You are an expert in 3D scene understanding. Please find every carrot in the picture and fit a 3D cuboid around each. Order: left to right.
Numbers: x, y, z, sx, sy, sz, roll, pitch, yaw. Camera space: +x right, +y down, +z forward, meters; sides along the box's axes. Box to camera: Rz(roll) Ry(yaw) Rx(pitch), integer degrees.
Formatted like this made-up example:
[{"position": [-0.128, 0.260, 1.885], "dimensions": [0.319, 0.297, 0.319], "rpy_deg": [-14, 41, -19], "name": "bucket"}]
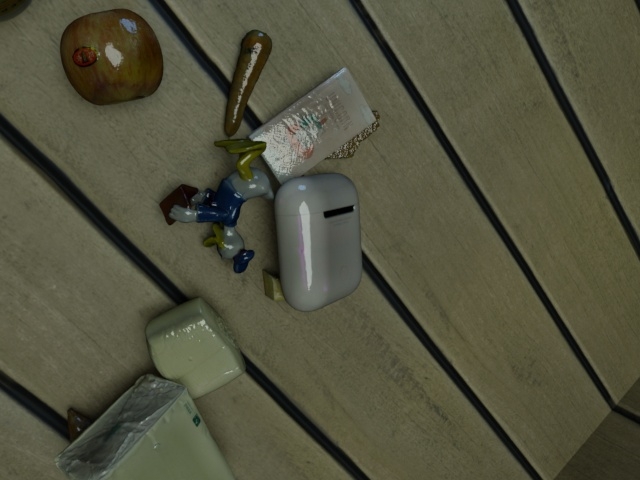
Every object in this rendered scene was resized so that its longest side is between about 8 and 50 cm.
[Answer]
[{"position": [-0.573, 0.536, 1.378], "dimensions": [0.101, 0.102, 0.263], "rpy_deg": [-28, 106, -16], "name": "carrot"}, {"position": [-0.197, -0.382, 1.370], "dimensions": [0.078, 0.078, 0.299], "rpy_deg": [16, 98, -25], "name": "carrot"}]

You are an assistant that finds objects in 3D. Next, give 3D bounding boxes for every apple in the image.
[{"position": [-0.451, -0.396, 1.179], "dimensions": [0.210, 0.211, 0.188], "rpy_deg": [-22, 108, -18], "name": "apple"}]

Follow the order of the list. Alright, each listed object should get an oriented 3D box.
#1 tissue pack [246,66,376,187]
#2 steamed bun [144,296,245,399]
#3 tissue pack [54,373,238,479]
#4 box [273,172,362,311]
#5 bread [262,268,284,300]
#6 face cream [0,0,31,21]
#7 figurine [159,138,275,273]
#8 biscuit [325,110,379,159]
[{"position": [-0.020, -0.296, 1.428], "dimensions": [0.325, 0.071, 0.170], "rpy_deg": [-37, 109, -11], "name": "tissue pack"}, {"position": [-0.322, 0.271, 1.388], "dimensions": [0.199, 0.155, 0.250], "rpy_deg": [-29, 111, -2], "name": "steamed bun"}, {"position": [-0.402, 0.564, 1.314], "dimensions": [0.297, 0.207, 0.381], "rpy_deg": [-47, 130, -39], "name": "tissue pack"}, {"position": [0.001, 0.000, 1.436], "dimensions": [0.288, 0.141, 0.350], "rpy_deg": [-16, 105, -51], "name": "box"}, {"position": [-0.095, 0.119, 1.495], "dimensions": [0.109, 0.084, 0.080], "rpy_deg": [-7, 104, -21], "name": "bread"}, {"position": [-0.685, -0.559, 1.063], "dimensions": [0.217, 0.179, 0.218], "rpy_deg": [-4, 102, -22], "name": "face cream"}, {"position": [-0.245, -0.065, 1.335], "dimensions": [0.283, 0.204, 0.339], "rpy_deg": [-13, 110, -8], "name": "figurine"}, {"position": [0.057, -0.295, 1.512], "dimensions": [0.236, 0.026, 0.131], "rpy_deg": [-7, 104, -21], "name": "biscuit"}]
